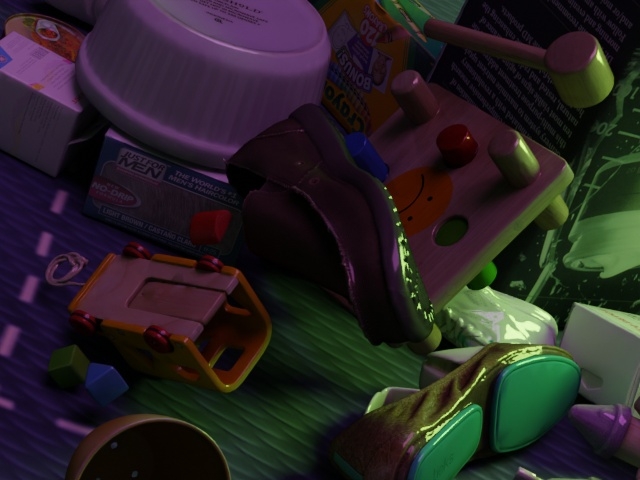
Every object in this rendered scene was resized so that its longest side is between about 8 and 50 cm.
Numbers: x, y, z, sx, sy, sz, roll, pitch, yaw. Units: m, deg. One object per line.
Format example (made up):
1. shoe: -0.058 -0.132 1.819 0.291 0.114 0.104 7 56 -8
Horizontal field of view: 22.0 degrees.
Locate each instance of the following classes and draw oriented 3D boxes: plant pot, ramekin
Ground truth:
1. plant pot: -0.151 0.195 1.316 0.134 0.134 0.095 8 7 -28
2. ramekin: -0.113 -0.199 1.730 0.273 0.127 0.273 17 32 -11

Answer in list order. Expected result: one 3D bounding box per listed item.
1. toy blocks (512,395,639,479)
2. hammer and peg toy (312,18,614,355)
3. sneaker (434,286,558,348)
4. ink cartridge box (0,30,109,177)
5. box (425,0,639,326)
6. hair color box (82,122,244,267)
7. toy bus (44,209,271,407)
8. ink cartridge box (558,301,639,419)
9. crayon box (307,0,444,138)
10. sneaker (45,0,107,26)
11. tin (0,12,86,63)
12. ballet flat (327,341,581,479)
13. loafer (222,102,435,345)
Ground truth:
1. toy blocks: 0.346 0.206 1.498 0.260 0.288 0.309 27 33 -5
2. hammer and peg toy: 0.132 -0.072 1.696 0.266 0.361 0.127 37 -11 50
3. sneaker: 0.158 0.090 1.752 0.212 0.080 0.094 21 42 -10
4. ink cartridge box: -0.297 -0.141 1.749 0.143 0.090 0.092 29 30 4
5. box: 0.402 -0.161 1.921 0.480 0.471 0.297 3 38 -33
6. hair color box: -0.131 -0.120 1.825 0.174 0.105 0.347 21 30 -3
7. toy bus: -0.144 0.076 1.507 0.104 0.191 0.202 59 10 -37
8. ink cartridge box: 0.383 0.144 1.760 0.218 0.092 0.158 10 10 -25
9. crayon box: 0.075 -0.226 2.086 0.081 0.165 0.278 -2 39 -39
10. sneaker: -0.209 -0.280 2.031 0.292 0.110 0.118 15 40 -16
11. tin: -0.314 -0.199 1.884 0.106 0.040 0.189 16 31 -23
12. ballet flat: 0.124 0.165 1.593 0.124 0.116 0.342 19 27 32
13. loafer: 0.000 0.000 1.516 0.130 0.133 0.366 -24 29 -5
